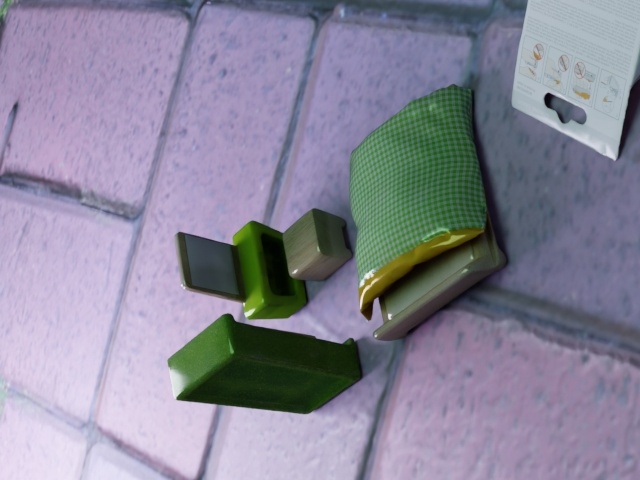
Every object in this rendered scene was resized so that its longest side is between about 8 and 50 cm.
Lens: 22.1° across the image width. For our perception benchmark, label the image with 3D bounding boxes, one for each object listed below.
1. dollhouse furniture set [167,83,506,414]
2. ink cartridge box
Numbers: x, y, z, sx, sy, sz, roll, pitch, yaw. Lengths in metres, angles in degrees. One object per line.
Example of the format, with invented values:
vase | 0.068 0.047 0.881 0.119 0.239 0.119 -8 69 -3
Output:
dollhouse furniture set | 0.000 0.000 1.447 0.301 0.151 0.197 -39 50 40
ink cartridge box | 0.224 -0.172 1.315 0.145 0.045 0.179 36 127 51
